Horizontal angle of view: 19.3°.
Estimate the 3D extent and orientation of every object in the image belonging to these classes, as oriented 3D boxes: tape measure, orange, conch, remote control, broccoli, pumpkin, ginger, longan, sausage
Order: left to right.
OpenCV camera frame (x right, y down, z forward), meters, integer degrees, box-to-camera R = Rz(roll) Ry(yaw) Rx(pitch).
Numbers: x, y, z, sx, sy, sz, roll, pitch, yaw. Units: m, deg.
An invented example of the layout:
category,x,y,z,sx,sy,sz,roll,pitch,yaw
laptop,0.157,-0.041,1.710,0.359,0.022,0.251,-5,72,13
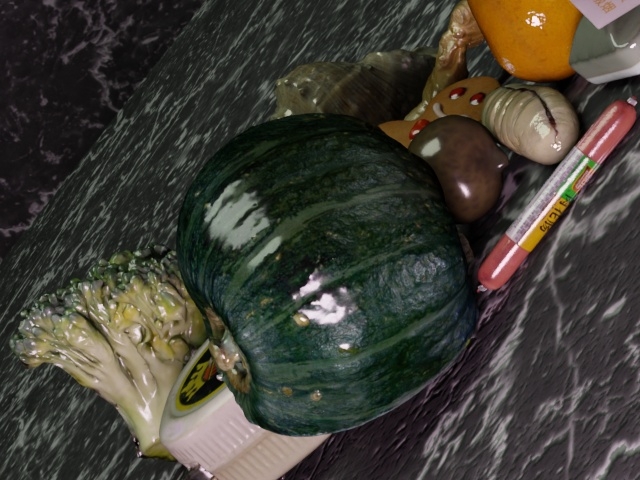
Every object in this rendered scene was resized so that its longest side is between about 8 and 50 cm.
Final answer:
category,x,y,z,sx,sy,sz,roll,pitch,yaw
broccoli,-0.192,0.126,2.166,0.288,0.245,0.248,-21,-11,1
tape measure,-0.051,0.140,1.904,0.231,0.133,0.271,-41,18,21
pumpkin,0.000,0.000,1.694,0.263,0.197,0.293,-24,40,-9
conch,0.045,-0.159,2.181,0.245,0.163,0.178,-29,29,-13
longan,0.133,-0.069,1.824,0.113,0.092,0.113,-13,70,38
ginger,0.152,-0.200,2.030,0.193,0.052,0.176,-43,-27,-14
orange,0.211,-0.230,1.828,0.124,0.156,0.156,-31,19,3
sausage,0.208,-0.040,1.667,0.223,0.029,0.029,-52,16,13
remote control,0.336,-0.297,1.741,0.335,0.065,0.128,-59,18,-13

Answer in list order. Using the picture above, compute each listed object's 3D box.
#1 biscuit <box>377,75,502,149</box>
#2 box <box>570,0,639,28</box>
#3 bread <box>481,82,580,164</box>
category,x,y,z,sx,sy,sz,roll,pitch,yaw
biscuit,0.098,-0.086,1.944,0.250,0.036,0.165,-46,38,-18
box,0.291,-0.293,1.597,0.233,0.149,0.067,-31,52,23
bread,0.198,-0.121,1.820,0.073,0.053,0.214,-51,15,2
